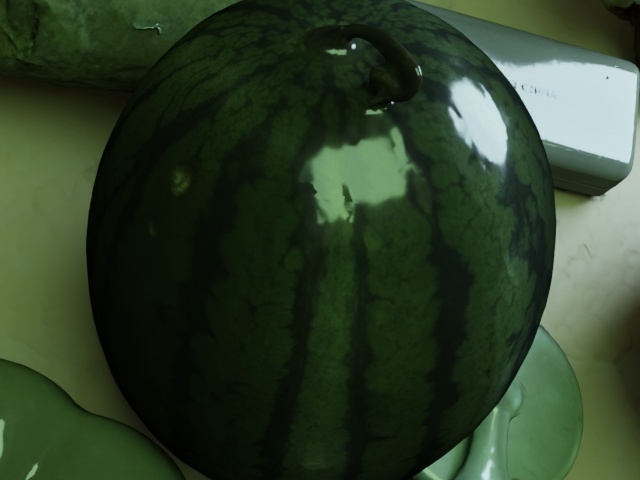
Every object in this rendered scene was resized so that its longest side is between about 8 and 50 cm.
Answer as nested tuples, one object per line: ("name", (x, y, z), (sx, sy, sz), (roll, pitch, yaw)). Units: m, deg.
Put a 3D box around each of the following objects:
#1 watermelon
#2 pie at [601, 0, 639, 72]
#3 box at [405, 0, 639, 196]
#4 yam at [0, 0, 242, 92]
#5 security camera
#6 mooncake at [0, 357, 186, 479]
("watermelon", (0.000, 0.000, 1.075), (0.279, 0.359, 0.279), (3, 48, -3))
("pie", (0.296, -0.258, 1.329), (0.257, 0.274, 0.105), (-47, 48, -8))
("box", (0.114, -0.109, 1.320), (0.243, 0.055, 0.103), (14, 68, -15))
("yam", (-0.114, -0.189, 1.197), (0.300, 0.195, 0.195), (8, 70, -17))
("security camera", (0.107, 0.173, 1.214), (0.157, 0.080, 0.301), (15, 65, -13))
("mooncake", (-0.204, 0.198, 1.067), (0.275, 0.135, 0.275), (5, 70, -13))
